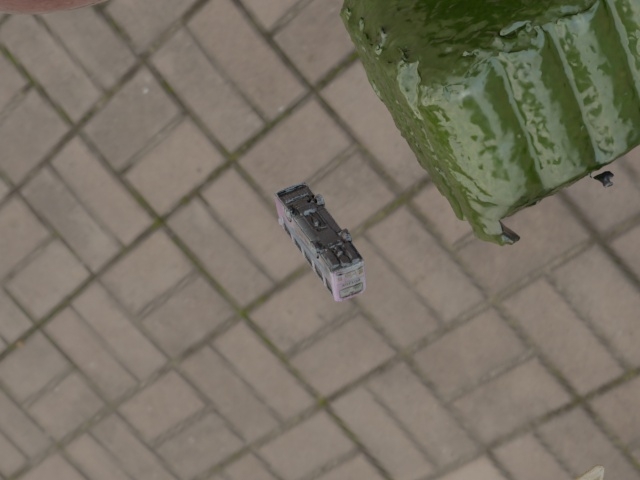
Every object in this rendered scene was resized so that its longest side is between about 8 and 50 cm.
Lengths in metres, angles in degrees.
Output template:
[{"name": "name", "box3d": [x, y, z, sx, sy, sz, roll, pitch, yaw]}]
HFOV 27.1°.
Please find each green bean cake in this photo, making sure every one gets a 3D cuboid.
[{"name": "green bean cake", "box3d": [0.214, -0.191, 1.262, 0.319, 0.335, 0.218, -29, 127, 1]}]

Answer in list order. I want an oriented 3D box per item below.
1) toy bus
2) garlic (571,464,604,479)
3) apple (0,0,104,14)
[{"name": "toy bus", "box3d": [0.000, 0.000, 1.194, 0.131, 0.037, 0.052, -127, 21, -47]}, {"name": "garlic", "box3d": [0.196, 0.333, 0.908, 0.286, 0.313, 0.249, -5, 112, 11]}, {"name": "apple", "box3d": [-0.134, -0.237, 0.541, 0.306, 0.235, 0.306, 46, 172, 8]}]
